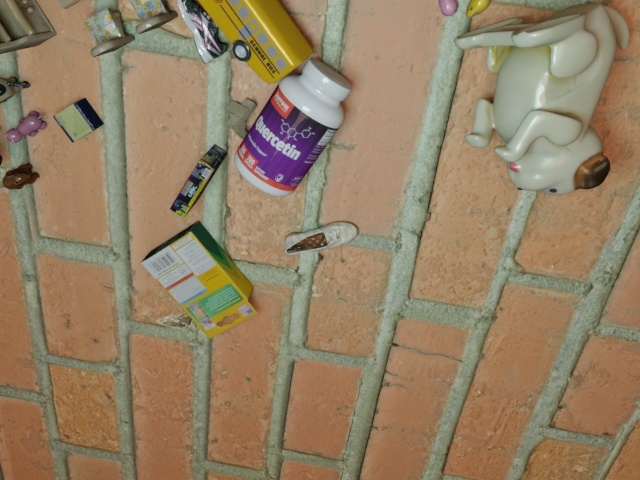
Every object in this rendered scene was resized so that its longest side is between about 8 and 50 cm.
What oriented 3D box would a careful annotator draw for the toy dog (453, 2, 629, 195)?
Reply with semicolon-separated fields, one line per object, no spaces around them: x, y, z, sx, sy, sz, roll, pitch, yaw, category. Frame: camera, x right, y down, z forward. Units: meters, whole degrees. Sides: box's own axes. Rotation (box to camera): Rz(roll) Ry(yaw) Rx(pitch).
0.515;-0.299;1.228;0.396;0.285;0.407;-24;116;-22;toy dog

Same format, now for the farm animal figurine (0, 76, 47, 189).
-0.920;-0.276;1.441;0.327;0.172;0.330;7;118;4;farm animal figurine

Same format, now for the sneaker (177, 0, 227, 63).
-0.282;-0.526;1.300;0.077;0.072;0.178;-21;121;4;sneaker

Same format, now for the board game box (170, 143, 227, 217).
-0.326;-0.161;1.444;0.048;0.141;0.170;33;116;-12;board game box

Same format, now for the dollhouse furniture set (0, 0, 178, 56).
-0.605;-0.578;1.197;0.395;0.256;0.362;-21;113;17;dollhouse furniture set

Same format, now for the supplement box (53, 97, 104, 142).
-0.651;-0.323;1.448;0.083;0.056;0.083;-24;112;18;supplement box

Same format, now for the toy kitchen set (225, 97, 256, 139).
-0.206;-0.322;1.414;0.068;0.075;0.083;33;83;30;toy kitchen set

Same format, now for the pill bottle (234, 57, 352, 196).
-0.065;-0.277;1.329;0.182;0.181;0.323;33;116;-10;pill bottle

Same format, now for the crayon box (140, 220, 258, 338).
-0.353;0.125;1.630;0.203;0.083;0.322;-29;110;20;crayon box

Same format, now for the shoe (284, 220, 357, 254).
0.000;0.000;1.534;0.219;0.058;0.076;-12;115;13;shoe

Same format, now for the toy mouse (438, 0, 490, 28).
0.315;-0.565;1.216;0.143;0.031;0.161;43;114;-15;toy mouse

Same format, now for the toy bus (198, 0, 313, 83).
-0.173;-0.526;1.231;0.130;0.108;0.332;-21;115;42;toy bus
